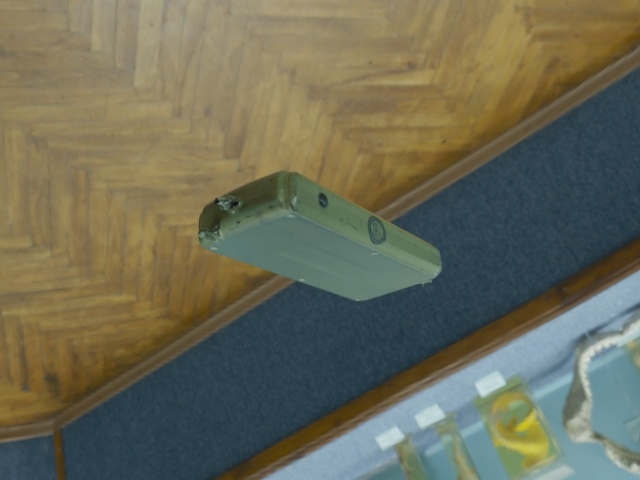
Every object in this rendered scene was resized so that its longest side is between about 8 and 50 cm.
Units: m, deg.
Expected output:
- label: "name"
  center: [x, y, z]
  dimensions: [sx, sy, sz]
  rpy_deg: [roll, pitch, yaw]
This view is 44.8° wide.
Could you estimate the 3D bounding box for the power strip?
- label: "power strip"
  center: [0.000, 0.000, 0.466]
  dimensions: [0.076, 0.028, 0.169]
  rpy_deg: [-20, 151, 35]
